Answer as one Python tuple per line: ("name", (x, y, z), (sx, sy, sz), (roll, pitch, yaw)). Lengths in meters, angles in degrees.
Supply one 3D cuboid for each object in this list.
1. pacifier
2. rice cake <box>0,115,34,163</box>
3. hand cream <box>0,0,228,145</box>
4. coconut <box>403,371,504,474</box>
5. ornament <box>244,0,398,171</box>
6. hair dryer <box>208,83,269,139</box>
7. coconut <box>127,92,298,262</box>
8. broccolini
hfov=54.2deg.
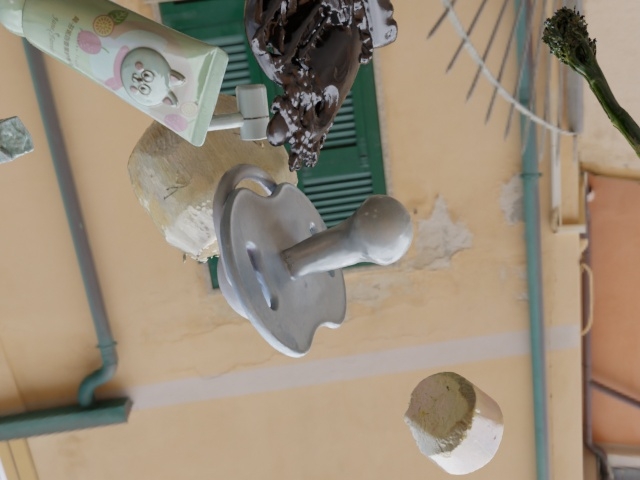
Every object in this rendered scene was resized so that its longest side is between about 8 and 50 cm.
("pacifier", (0.000, 0.000, 0.744), (0.226, 0.238, 0.287), (-18, 178, 20))
("rice cake", (-0.546, -0.159, 1.026), (0.207, 0.069, 0.063), (-3, -151, 40))
("hand cream", (-0.266, -0.248, 0.802), (0.306, 0.147, 0.093), (28, -142, 2))
("coconut", (0.178, 0.241, 0.823), (0.116, 0.122, 0.116), (-28, -142, 24))
("ornament", (-0.020, -0.222, 0.645), (0.106, 0.251, 0.260), (12, -126, 28))
("hair dryer", (-0.143, -0.188, 0.940), (0.137, 0.082, 0.047), (-13, -161, -25))
("coconut", (-0.240, -0.156, 1.386), (0.346, 0.360, 0.346), (-27, 169, -6))
("broccolini", (0.297, -0.168, 0.672), (0.051, 0.239, 0.054), (-35, 137, 31))
